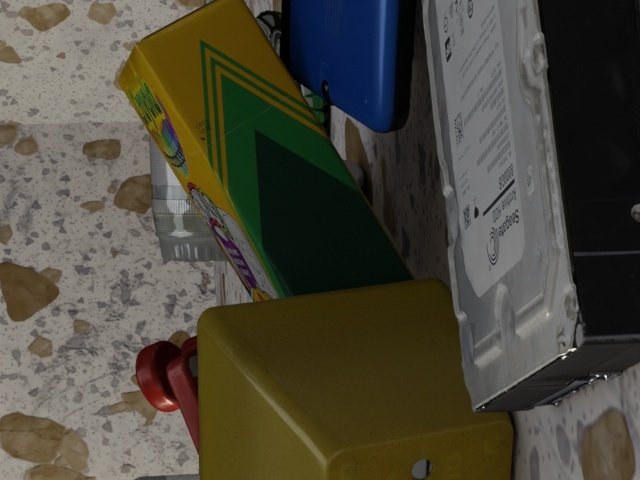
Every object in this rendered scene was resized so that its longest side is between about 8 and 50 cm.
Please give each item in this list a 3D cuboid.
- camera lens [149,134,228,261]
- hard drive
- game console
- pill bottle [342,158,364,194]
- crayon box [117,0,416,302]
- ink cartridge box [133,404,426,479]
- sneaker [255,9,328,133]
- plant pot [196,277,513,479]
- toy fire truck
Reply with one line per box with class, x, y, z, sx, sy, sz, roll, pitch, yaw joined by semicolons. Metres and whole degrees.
camera lens;-0.130;-0.114;1.932;0.219;0.219;0.274;-155;63;-80
hard drive;0.122;-0.080;0.821;0.237;0.064;0.338;117;149;-73
game console;0.064;-0.266;1.094;0.250;0.173;0.293;39;135;51
pill bottle;0.000;0.000;1.529;0.094;0.094;0.169;-111;20;-64
crayon box;-0.061;-0.053;1.279;0.313;0.106;0.363;57;172;-7
ink cartridge box;-0.047;0.316;1.332;0.130;0.272;0.309;-113;23;-66
sneaker;-0.065;-0.127;1.754;0.134;0.146;0.343;140;128;-79
plant pot;0.035;0.169;1.039;0.187;0.212;0.212;-138;45;-61
toy fire truck;-0.111;0.237;1.968;0.302;0.169;0.253;-4;-108;-66
